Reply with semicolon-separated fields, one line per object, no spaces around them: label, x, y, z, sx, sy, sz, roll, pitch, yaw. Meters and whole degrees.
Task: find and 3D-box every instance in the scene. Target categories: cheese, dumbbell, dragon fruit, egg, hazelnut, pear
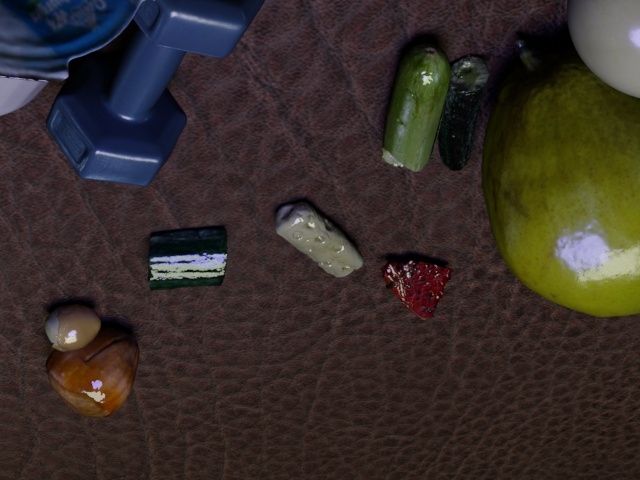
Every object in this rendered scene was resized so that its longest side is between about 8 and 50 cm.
cheese;0.000;0.000;1.843;0.065;0.043;0.194;-20;148;20
dumbbell;-0.181;-0.195;1.362;0.144;0.156;0.316;32;138;-8
dragon fruit;0.133;0.062;1.996;0.131;0.063;0.097;16;109;-36
egg;-0.376;0.131;1.934;0.083;0.071;0.071;-23;151;-8
hazelnut;-0.357;0.201;2.015;0.150;0.150;0.150;-7;150;-4
pear;0.325;-0.080;1.558;0.287;0.375;0.287;-27;-168;6
egg;0.375;-0.246;1.390;0.242;0.186;0.186;9;147;-45

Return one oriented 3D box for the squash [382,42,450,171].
squash;0.117;-0.158;1.583;0.069;0.069;0.239;-5;149;-8

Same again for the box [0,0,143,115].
box;-0.331;-0.245;1.186;0.291;0.262;0.206;42;145;-8

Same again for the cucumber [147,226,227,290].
cucumber;-0.191;0.036;1.836;0.115;0.062;0.116;-2;148;-5

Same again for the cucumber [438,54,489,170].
cucumber;0.178;-0.151;1.632;0.058;0.052;0.214;-40;159;-19
